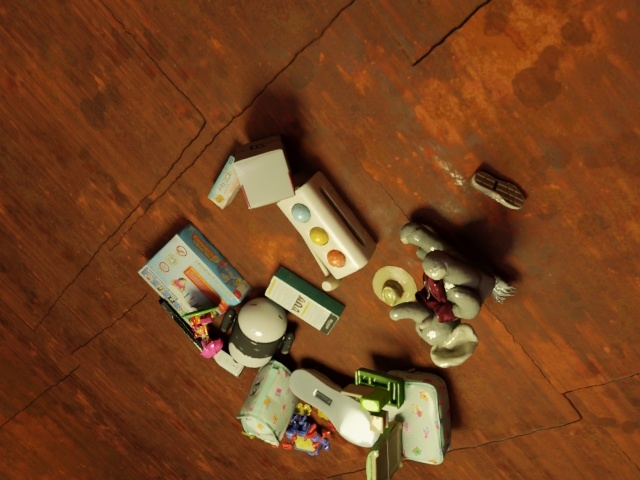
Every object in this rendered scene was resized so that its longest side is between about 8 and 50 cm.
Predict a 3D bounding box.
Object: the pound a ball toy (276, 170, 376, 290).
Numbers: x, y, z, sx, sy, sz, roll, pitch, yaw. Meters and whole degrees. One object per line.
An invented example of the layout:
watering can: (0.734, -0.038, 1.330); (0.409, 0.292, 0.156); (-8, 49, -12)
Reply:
pound a ball toy: (0.000, 0.000, 1.357); (0.208, 0.136, 0.319); (-29, 104, 37)

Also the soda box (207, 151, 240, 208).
soda box: (-0.261, -0.178, 1.421); (0.063, 0.058, 0.183); (40, 128, -2)

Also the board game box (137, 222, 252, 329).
board game box: (-0.444, 0.137, 1.699); (0.302, 0.086, 0.308); (-34, 102, 37)

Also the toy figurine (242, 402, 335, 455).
toy figurine: (-0.095, 0.774, 1.882); (0.362, 0.191, 0.217); (-2, 124, 29)

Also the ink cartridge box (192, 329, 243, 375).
ink cartridge box: (-0.394, 0.432, 1.831); (0.232, 0.066, 0.189); (29, 161, 1)

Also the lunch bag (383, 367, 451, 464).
lunch bag: (0.292, 0.549, 1.544); (0.223, 0.107, 0.280); (-3, 97, 34)

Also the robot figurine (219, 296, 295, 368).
robot figurine: (-0.215, 0.316, 1.650); (0.174, 0.209, 0.278); (58, 139, 33)

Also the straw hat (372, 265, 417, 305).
straw hat: (0.205, 0.150, 1.400); (0.144, 0.061, 0.145); (12, 125, 18)

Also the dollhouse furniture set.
dollhouse furniture set: (0.146, 0.570, 1.459); (0.151, 0.197, 0.302); (3, 100, 32)

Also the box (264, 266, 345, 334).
box: (-0.051, 0.192, 1.554); (0.244, 0.060, 0.101); (32, 129, 4)

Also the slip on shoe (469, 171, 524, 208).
slip on shoe: (0.412, -0.115, 1.140); (0.135, 0.052, 0.041); (26, 169, 0)

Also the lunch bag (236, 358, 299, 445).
lunch bag: (-0.182, 0.570, 1.724); (0.160, 0.224, 0.262); (15, 145, 18)

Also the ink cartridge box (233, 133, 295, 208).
ink cartridge box: (-0.143, -0.184, 1.263); (0.127, 0.176, 0.128); (-16, 114, 2)

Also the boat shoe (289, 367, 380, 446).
boat shoe: (0.066, 0.566, 1.689); (0.367, 0.156, 0.136); (28, 96, 22)

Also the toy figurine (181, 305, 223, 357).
toy figurine: (-0.388, 0.312, 1.621); (0.173, 0.130, 0.159); (-16, 88, 55)

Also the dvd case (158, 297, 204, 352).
dvd case: (-0.521, 0.323, 1.835); (0.253, 0.022, 0.180); (53, 163, -10)

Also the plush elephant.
plush elephant: (0.297, 0.150, 1.220); (0.329, 0.272, 0.255); (27, 106, -22)
